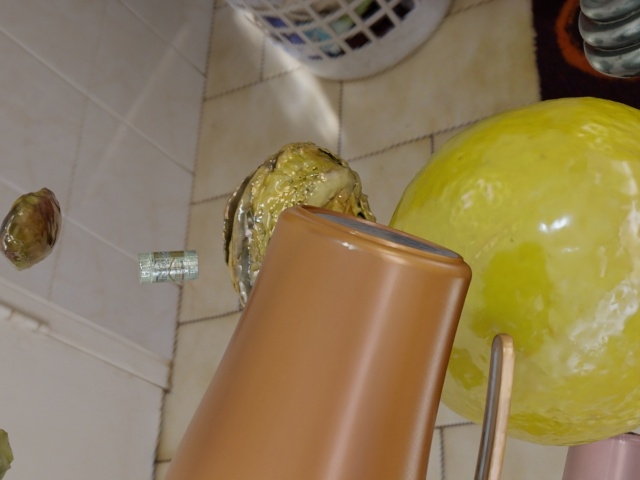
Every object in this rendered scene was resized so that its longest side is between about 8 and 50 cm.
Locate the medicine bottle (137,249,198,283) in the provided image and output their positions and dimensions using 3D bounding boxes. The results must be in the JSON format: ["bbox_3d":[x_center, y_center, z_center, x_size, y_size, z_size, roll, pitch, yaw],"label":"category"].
[{"bbox_3d":[-0.221,0.038,1.308,0.083,0.047,0.047,-3,53,-15],"label":"medicine bottle"}]

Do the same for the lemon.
[{"bbox_3d":[0.224,0.026,0.845,0.348,0.348,0.347,-16,57,26],"label":"lemon"}]

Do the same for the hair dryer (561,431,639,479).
[{"bbox_3d":[0.560,0.432,1.515,0.125,0.353,0.210,-178,100,-70],"label":"hair dryer"}]

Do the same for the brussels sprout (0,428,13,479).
[{"bbox_3d":[-0.506,0.315,1.210,0.181,0.100,0.139,-24,98,8],"label":"brussels sprout"}]

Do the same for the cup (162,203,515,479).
[{"bbox_3d":[0.021,0.124,0.604,0.182,0.226,0.263,-128,55,-78],"label":"cup"}]

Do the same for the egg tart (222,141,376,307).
[{"bbox_3d":[0.000,0.000,1.285,0.132,0.297,0.297,3,67,45],"label":"egg tart"}]

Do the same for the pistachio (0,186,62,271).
[{"bbox_3d":[-0.319,-0.008,1.018,0.173,0.049,0.089,-100,34,-81],"label":"pistachio"}]

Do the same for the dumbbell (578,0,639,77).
[{"bbox_3d":[0.262,-0.330,0.892,0.179,0.406,0.179,-38,24,21],"label":"dumbbell"}]
